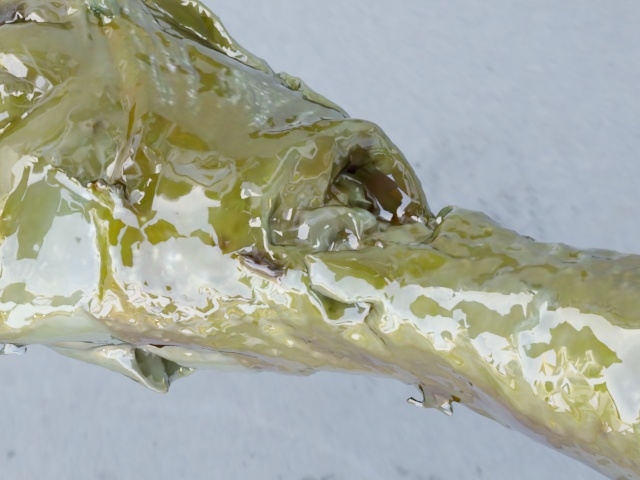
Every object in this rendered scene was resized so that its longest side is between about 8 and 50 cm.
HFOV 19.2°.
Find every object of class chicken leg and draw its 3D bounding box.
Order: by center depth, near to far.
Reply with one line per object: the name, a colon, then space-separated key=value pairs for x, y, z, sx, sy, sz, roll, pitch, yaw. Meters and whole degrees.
chicken leg: x=0.000 y=0.000 z=0.690 sx=0.429 sy=0.201 sz=0.153 roll=20 pitch=115 yaw=28
